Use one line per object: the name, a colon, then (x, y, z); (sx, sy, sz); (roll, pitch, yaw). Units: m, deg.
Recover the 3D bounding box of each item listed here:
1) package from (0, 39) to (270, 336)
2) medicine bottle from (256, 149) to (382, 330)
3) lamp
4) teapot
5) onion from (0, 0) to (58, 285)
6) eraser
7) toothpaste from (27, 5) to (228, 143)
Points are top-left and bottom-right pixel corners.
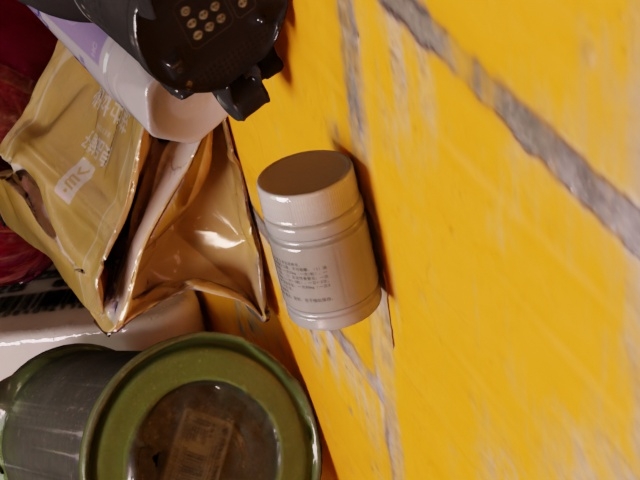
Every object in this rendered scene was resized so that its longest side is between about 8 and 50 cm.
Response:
package: (-0.182, -0.050, 1.187); (0.311, 0.165, 0.221); (41, 148, 59)
medicine bottle: (0.000, 0.000, 0.818); (0.058, 0.058, 0.091); (-135, 28, -57)
lamp: (-0.097, -0.158, 0.840); (0.227, 0.147, 0.172); (43, 165, 43)
teapot: (-0.141, 0.189, 1.241); (0.337, 0.270, 0.200); (-7, 65, 61)
onion: (-0.405, -0.128, 1.445); (0.348, 0.385, 0.348); (-166, 90, -75)
eraser: (-0.288, 0.117, 1.509); (0.331, 0.331, 0.150); (-141, 33, -62)
toothpaste: (-0.179, -0.196, 1.064); (0.371, 0.125, 0.080); (47, 134, 41)
